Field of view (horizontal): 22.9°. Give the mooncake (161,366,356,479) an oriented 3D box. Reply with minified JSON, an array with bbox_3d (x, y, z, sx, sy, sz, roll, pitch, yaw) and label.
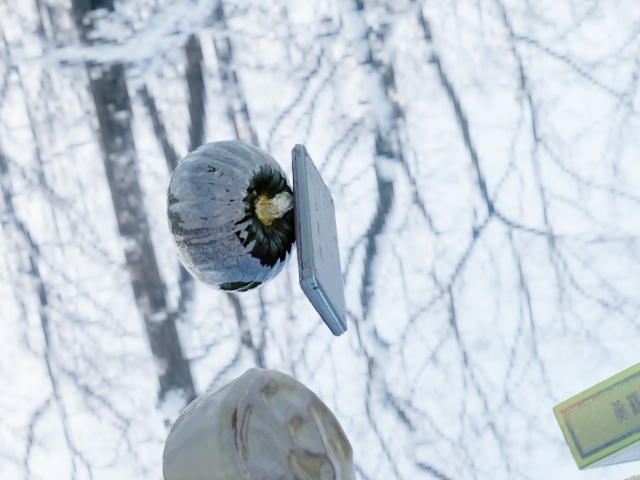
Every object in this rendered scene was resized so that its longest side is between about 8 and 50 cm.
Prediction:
[{"bbox_3d":[-0.073,0.321,2.187,0.155,0.284,0.284,-29,-171,32],"label":"mooncake"}]

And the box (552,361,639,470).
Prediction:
[{"bbox_3d":[0.308,0.136,1.340,0.141,0.064,0.220,-32,162,28],"label":"box"}]

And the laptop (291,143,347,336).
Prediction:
[{"bbox_3d":[0.000,0.000,1.971,0.026,0.154,0.207,-14,-126,14],"label":"laptop"}]

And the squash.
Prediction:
[{"bbox_3d":[-0.110,-0.031,2.002,0.193,0.193,0.156,-26,-148,-35],"label":"squash"}]

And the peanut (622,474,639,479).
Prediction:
[{"bbox_3d":[0.451,0.343,2.087,0.192,0.089,0.089,-22,-159,-3],"label":"peanut"}]
